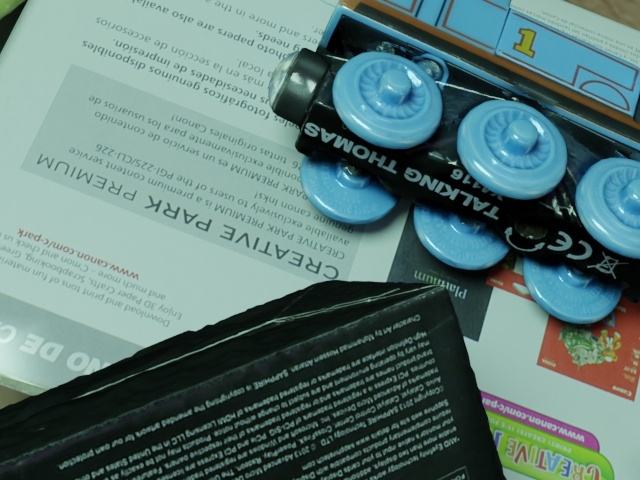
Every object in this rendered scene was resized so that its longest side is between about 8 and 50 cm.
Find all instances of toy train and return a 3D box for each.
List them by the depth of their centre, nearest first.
[{"bbox_3d":[0.073,-0.044,0.518,0.184,0.080,0.105,24,56,-2],"label":"toy train"}]

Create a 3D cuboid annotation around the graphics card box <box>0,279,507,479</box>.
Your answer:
[{"bbox_3d":[-0.022,0.220,0.410,0.233,0.094,0.370,-21,99,-23],"label":"graphics card box"}]

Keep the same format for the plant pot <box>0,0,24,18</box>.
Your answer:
[{"bbox_3d":[-0.249,-0.241,0.540,0.276,0.254,0.276,0,52,0],"label":"plant pot"}]

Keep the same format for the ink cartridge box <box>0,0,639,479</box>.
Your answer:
[{"bbox_3d":[0.000,0.000,0.595,0.310,0.130,0.271,22,61,-3],"label":"ink cartridge box"}]
